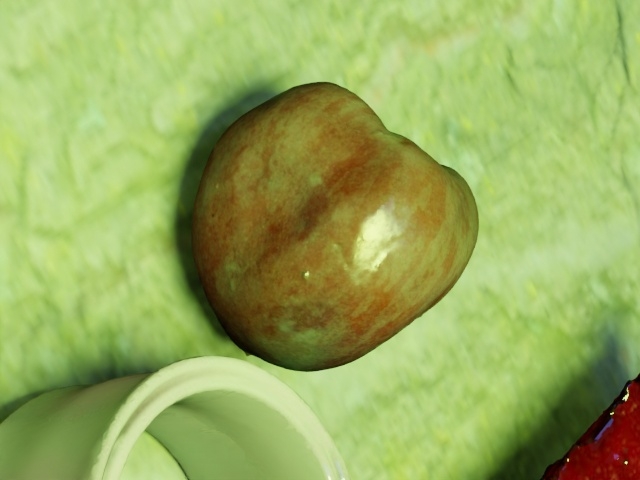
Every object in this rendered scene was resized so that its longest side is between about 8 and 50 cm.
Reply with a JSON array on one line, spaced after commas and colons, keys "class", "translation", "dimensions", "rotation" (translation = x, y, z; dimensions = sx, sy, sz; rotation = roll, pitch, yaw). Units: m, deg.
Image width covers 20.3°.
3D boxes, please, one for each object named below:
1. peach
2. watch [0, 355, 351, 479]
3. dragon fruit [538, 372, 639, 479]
[{"class": "peach", "translation": [0.000, 0.000, 0.951], "dimensions": [0.152, 0.152, 0.152], "rotation": [0, 90, -33]}, {"class": "watch", "translation": [-0.103, 0.162, 0.864], "dimensions": [0.248, 0.211, 0.217], "rotation": [33, 55, -37]}, {"class": "dragon fruit", "translation": [0.152, 0.243, 1.059], "dimensions": [0.343, 0.100, 0.282], "rotation": [-44, 114, -22]}]
